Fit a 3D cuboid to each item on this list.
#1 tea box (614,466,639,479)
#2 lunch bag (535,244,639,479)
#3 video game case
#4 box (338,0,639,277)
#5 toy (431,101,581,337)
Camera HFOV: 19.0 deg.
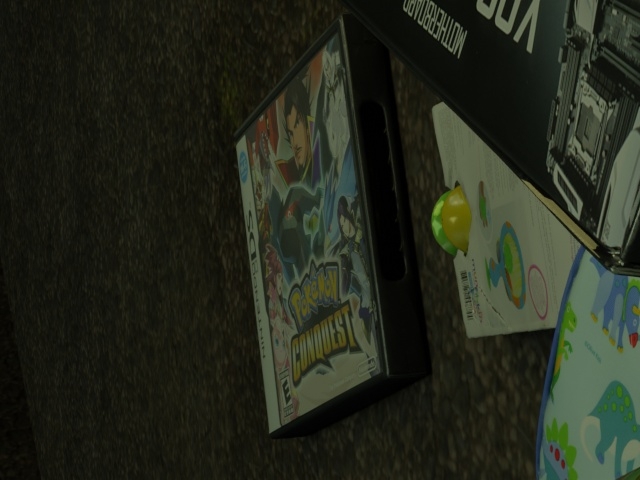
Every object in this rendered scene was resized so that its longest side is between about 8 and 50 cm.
[{"bbox_3d":[0.156,0.215,0.458,0.329,0.220,0.323,53,156,7],"label":"tea box"},{"bbox_3d":[0.171,0.093,0.784,0.219,0.090,0.176,-125,35,-58],"label":"lunch bag"},{"bbox_3d":[0.000,0.000,1.369,0.275,0.035,0.248,141,125,-68],"label":"video game case"},{"bbox_3d":[0.139,-0.072,0.606,0.307,0.242,0.076,-128,50,-58],"label":"box"},{"bbox_3d":[0.114,-0.022,0.993,0.237,0.056,0.136,159,104,-76],"label":"toy"}]
